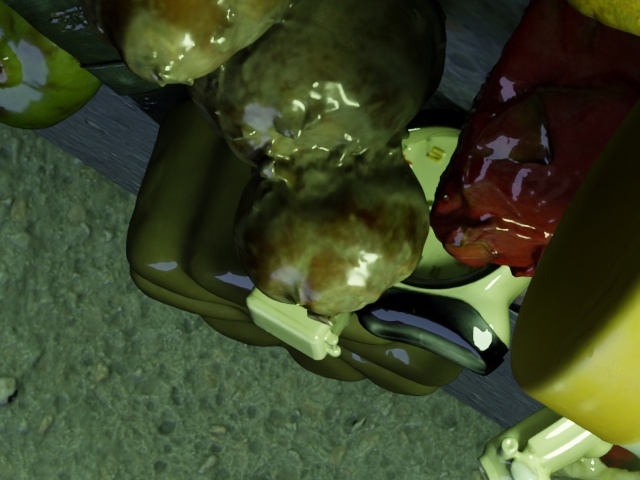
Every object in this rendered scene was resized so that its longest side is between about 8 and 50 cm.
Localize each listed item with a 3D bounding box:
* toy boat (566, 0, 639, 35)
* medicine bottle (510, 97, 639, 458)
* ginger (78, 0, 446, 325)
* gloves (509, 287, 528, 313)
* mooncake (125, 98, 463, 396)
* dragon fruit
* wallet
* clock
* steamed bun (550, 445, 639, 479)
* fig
[{"bbox_3d":[0.160,-0.143,0.704,0.229,0.089,0.088,23,131,40],"label":"toy boat"},{"bbox_3d":[0.253,0.032,0.799,0.232,0.238,0.238,32,172,-4],"label":"medicine bottle"},{"bbox_3d":[-0.039,-0.143,0.994,0.176,0.256,0.375,-10,130,34],"label":"ginger"},{"bbox_3d":[0.215,0.023,1.409,0.110,0.094,0.144,26,155,-22],"label":"gloves"},{"bbox_3d":[-0.008,0.014,1.527,0.378,0.201,0.378,16,163,5],"label":"mooncake"},{"bbox_3d":[0.185,-0.023,1.050,0.205,0.152,0.317,29,171,8],"label":"dragon fruit"},{"bbox_3d":[-0.144,-0.178,1.479,0.169,0.044,0.317,-9,153,28],"label":"wallet"},{"bbox_3d":[0.152,0.063,1.271,0.379,0.276,0.120,32,167,16],"label":"clock"},{"bbox_3d":[0.379,0.252,1.892,0.247,0.189,0.428,36,175,27],"label":"steamed bun"},{"bbox_3d":[-0.299,-0.229,1.593,0.203,0.203,0.225,33,-147,-6],"label":"fig"}]
